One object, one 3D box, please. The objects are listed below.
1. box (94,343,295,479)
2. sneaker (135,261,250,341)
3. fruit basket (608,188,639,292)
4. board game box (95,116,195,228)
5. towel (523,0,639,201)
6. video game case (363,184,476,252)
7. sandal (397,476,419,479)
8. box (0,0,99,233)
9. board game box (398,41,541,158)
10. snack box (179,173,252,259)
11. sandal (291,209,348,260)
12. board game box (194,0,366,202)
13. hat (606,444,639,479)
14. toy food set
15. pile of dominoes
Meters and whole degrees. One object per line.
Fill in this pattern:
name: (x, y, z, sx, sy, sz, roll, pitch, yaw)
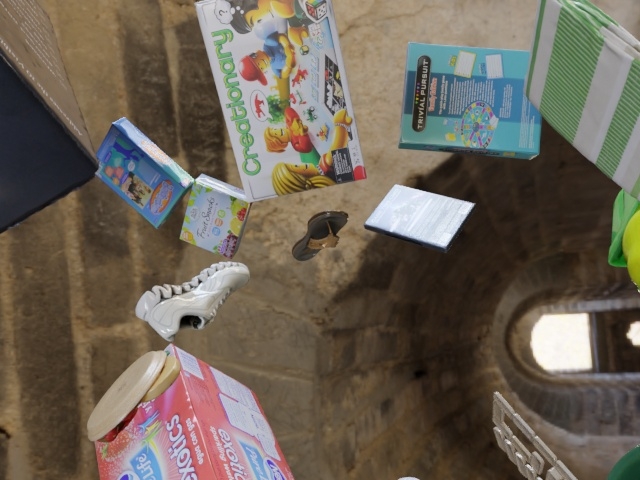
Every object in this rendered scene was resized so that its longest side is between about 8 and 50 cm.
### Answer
box: (-0.120, 0.274, 0.660, 0.154, 0.142, 0.300, 41, -174, -39)
sneaker: (-0.265, 0.138, 1.408, 0.292, 0.118, 0.110, -24, -32, -43)
fruit basket: (0.748, -0.036, 1.276, 0.392, 0.283, 0.391, 2, -90, -86)
board game box: (-0.405, -0.149, 1.411, 0.210, 0.160, 0.047, 43, -141, -5)
towel: (0.413, -0.186, 0.871, 0.324, 0.038, 0.248, 52, 170, 29)
video game case: (0.293, -0.071, 1.858, 0.196, 0.274, 0.026, -51, -40, -29)
sandal: (0.132, 0.507, 0.979, 0.076, 0.102, 0.265, 57, -142, -30)
box: (-0.548, -0.289, 0.722, 0.471, 0.297, 0.479, 54, 175, 41)
board game box: (0.373, -0.345, 1.552, 0.079, 0.336, 0.253, 38, -122, -85)
snack box: (-0.310, -0.070, 1.863, 0.070, 0.175, 0.207, -64, -3, -63)
sandal: (0.000, 0.000, 1.376, 0.090, 0.219, 0.060, -2, -119, -31)
board game box: (-0.053, -0.223, 0.943, 0.053, 0.193, 0.305, -85, -17, -70)
hat: (0.451, 0.350, 0.729, 0.208, 0.184, 0.172, 117, 170, -54)
toy food set: (-0.141, 0.115, 0.468, 0.020, 0.083, 0.083, 45, -109, -16)
pile of dominoes: (0.443, 0.439, 1.262, 0.251, 0.040, 0.196, 51, 162, 42)
